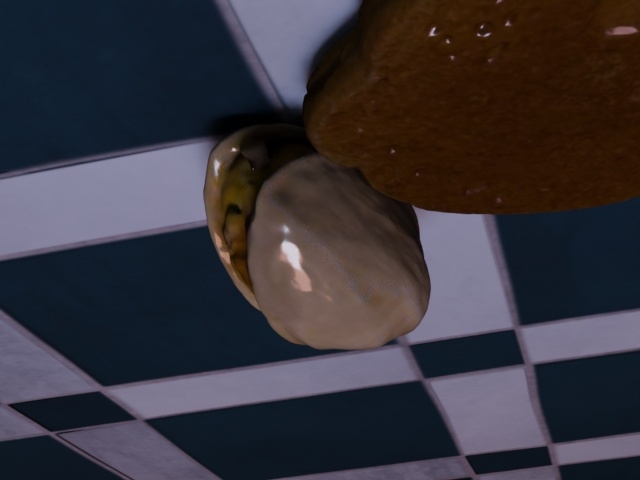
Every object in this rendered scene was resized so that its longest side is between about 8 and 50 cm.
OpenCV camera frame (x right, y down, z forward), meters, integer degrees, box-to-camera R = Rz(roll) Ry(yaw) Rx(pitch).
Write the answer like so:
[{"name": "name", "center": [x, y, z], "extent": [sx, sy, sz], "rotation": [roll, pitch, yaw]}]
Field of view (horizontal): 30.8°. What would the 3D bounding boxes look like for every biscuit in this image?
[{"name": "biscuit", "center": [0.172, -0.124, 0.761], "extent": [0.359, 0.074, 0.381], "rotation": [-2, 151, -7]}]

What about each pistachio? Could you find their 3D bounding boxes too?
[{"name": "pistachio", "center": [0.000, 0.000, 0.912], "extent": [0.157, 0.157, 0.229], "rotation": [-17, 142, 25]}]
